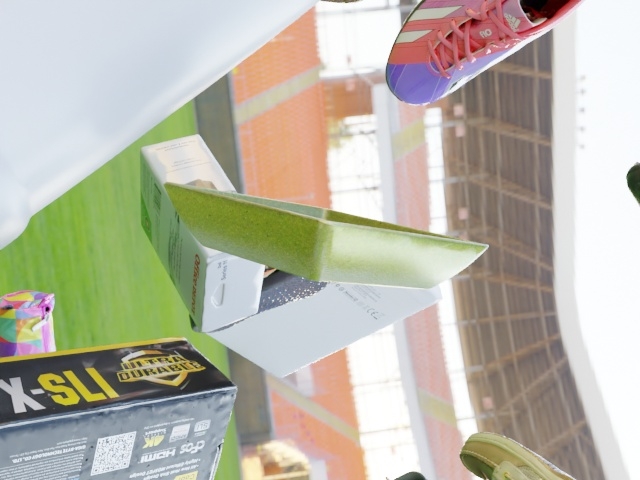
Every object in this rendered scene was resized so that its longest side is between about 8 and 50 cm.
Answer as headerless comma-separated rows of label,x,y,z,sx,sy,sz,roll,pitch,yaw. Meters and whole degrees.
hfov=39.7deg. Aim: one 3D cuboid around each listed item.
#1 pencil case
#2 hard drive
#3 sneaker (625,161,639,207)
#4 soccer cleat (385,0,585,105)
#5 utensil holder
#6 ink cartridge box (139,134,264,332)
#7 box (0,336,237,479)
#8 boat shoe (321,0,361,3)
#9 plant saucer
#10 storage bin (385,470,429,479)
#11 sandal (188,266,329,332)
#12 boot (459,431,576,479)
pencil case,-0.475,0.196,1.434,0.104,0.105,0.236,-116,-154,-74
hard drive,0.000,0.112,1.525,0.233,0.353,0.047,39,31,-41
sneaker,0.418,0.008,0.971,0.078,0.234,0.106,-26,-151,51
soccer cleat,0.185,-0.241,0.953,0.318,0.109,0.116,-36,-156,34
utensil holder,-0.195,-0.231,0.678,0.327,0.385,0.327,43,-21,21
ink cartridge box,-0.155,-0.010,1.140,0.208,0.087,0.153,56,-30,32
box,-0.222,0.201,0.550,0.079,0.322,0.257,34,-64,40
boat shoe,-0.026,-0.297,0.950,0.063,0.170,0.059,140,-49,-62
plant saucer,0.000,0.000,0.690,0.188,0.188,0.045,15,-85,44
storage bin,0.097,0.343,1.078,0.091,0.135,0.098,36,28,-51
sandal,-0.096,0.072,1.322,0.097,0.255,0.054,23,49,-57
boot,0.171,0.284,0.843,0.077,0.165,0.213,53,-16,-31
